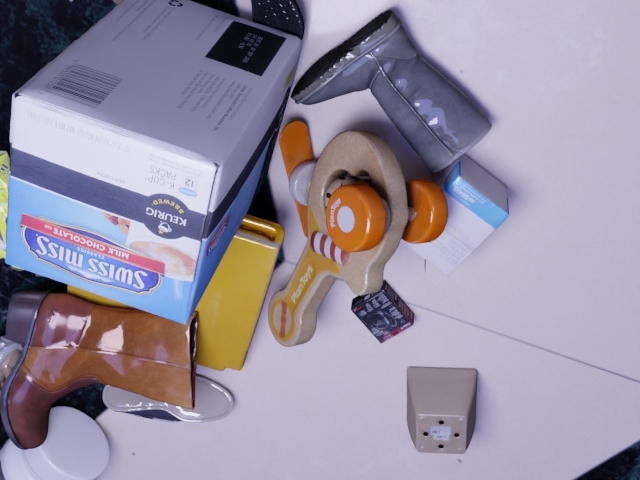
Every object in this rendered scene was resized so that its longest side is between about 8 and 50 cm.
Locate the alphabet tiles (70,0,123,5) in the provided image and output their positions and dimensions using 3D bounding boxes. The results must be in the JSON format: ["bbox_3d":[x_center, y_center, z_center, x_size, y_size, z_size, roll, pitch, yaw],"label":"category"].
[{"bbox_3d":[-0.289,-0.398,1.238,0.237,0.009,0.198,41,116,-14],"label":"alphabet tiles"}]

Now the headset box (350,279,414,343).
[{"bbox_3d":[0.095,0.109,1.456,0.062,0.032,0.083,-34,111,23],"label":"headset box"}]

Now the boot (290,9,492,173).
[{"bbox_3d":[0.092,-0.172,1.287,0.190,0.076,0.208,-31,118,24],"label":"boot"}]

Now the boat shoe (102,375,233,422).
[{"bbox_3d":[-0.241,0.254,1.578,0.206,0.075,0.065,5,162,-1],"label":"boat shoe"}]

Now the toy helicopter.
[{"bbox_3d":[0.000,0.000,1.330,0.140,0.235,0.355,-8,139,-39],"label":"toy helicopter"}]

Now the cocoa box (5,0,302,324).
[{"bbox_3d":[-0.190,-0.113,1.173,0.232,0.347,0.227,19,126,2],"label":"cocoa box"}]

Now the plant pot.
[{"bbox_3d":[0.183,0.265,1.495,0.109,0.096,0.109,1,120,7],"label":"plant pot"}]

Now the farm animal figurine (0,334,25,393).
[{"bbox_3d":[-0.656,0.249,1.505,0.327,0.330,0.172,-45,68,27],"label":"farm animal figurine"}]

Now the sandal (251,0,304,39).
[{"bbox_3d":[-0.060,-0.315,1.230,0.067,0.040,0.179,-1,132,21],"label":"sandal"}]

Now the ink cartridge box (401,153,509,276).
[{"bbox_3d":[0.174,-0.031,1.333,0.090,0.092,0.143,36,117,-12],"label":"ink cartridge box"}]

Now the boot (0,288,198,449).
[{"bbox_3d":[-0.318,0.208,1.454,0.281,0.096,0.264,9,100,4],"label":"boot"}]

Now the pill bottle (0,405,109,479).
[{"bbox_3d":[-0.481,0.409,1.624,0.161,0.161,0.283,39,117,-14],"label":"pill bottle"}]

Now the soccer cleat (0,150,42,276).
[{"bbox_3d":[-0.458,-0.060,1.402,0.289,0.093,0.121,41,109,-16],"label":"soccer cleat"}]

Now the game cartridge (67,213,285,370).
[{"bbox_3d":[-0.219,0.055,1.411,0.286,0.052,0.323,17,139,-3],"label":"game cartridge"}]
